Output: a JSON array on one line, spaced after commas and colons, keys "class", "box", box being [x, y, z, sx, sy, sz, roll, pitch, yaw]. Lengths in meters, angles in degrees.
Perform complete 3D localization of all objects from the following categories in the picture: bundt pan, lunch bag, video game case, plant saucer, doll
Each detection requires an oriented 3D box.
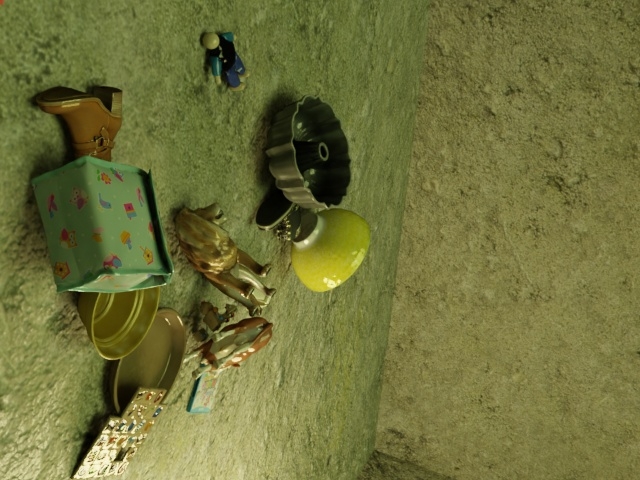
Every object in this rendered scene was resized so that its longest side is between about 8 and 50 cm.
[{"class": "bundt pan", "box": [-0.041, -0.243, 2.111, 0.331, 0.124, 0.330, 20, 66, -55]}, {"class": "lunch bag", "box": [-0.370, -0.021, 1.365, 0.262, 0.160, 0.223, 8, 65, -67]}, {"class": "video game case", "box": [-0.317, 0.400, 2.081, 0.119, 0.015, 0.166, 34, 72, -68]}, {"class": "plant saucer", "box": [-0.407, 0.287, 1.743, 0.278, 0.041, 0.277, 14, 90, -70]}, {"class": "doll", "box": [-0.223, -0.420, 1.735, 0.189, 0.046, 0.129, 53, 53, -65]}]

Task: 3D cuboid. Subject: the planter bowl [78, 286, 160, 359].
[{"class": "planter bowl", "box": [-0.426, 0.125, 1.514, 0.217, 0.090, 0.217, 15, 90, -69]}]

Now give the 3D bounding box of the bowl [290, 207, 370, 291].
[{"class": "bowl", "box": [0.000, 0.000, 2.343, 0.156, 0.289, 0.289, 40, 62, -33]}]

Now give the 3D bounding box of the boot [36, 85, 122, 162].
[{"class": "boot", "box": [-0.428, -0.194, 1.333, 0.197, 0.073, 0.152, -21, 129, -59]}]

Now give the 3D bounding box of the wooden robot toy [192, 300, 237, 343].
[{"class": "wooden robot toy", "box": [-0.281, 0.190, 1.924, 0.076, 0.079, 0.173, -26, 166, -50]}]

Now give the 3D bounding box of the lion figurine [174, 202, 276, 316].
[{"class": "lion figurine", "box": [-0.242, 0.066, 1.852, 0.142, 0.240, 0.392, -55, 168, -24]}]

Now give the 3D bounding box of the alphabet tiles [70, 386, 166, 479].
[{"class": "alphabet tiles", "box": [-0.446, 0.438, 1.700, 0.237, 0.009, 0.198, -58, 157, -2]}]

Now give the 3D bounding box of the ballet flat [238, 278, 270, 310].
[{"class": "ballet flat", "box": [-0.191, 0.162, 2.158, 0.241, 0.077, 0.091, 40, 65, -68]}]

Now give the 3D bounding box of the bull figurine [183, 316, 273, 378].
[{"class": "bull figurine", "box": [-0.246, 0.282, 1.915, 0.188, 0.101, 0.310, -21, 166, -46]}]

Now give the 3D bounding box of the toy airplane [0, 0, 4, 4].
[{"class": "toy airplane", "box": [-0.488, -0.424, 1.082, 0.151, 0.028, 0.151, 13, 90, -69]}]

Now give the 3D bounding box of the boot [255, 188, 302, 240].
[{"class": "boot", "box": [-0.113, -0.056, 2.197, 0.236, 0.085, 0.178, -58, 156, -45]}]
